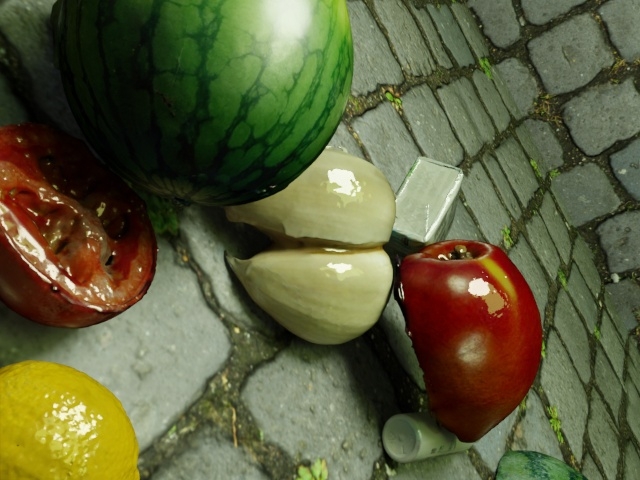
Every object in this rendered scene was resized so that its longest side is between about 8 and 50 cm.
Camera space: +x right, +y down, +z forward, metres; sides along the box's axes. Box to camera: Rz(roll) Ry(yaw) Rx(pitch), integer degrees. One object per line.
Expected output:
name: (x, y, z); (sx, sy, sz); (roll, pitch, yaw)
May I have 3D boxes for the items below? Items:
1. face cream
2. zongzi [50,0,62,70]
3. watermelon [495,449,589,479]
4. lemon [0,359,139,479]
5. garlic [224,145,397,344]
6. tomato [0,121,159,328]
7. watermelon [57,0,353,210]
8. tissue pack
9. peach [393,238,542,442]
face cream: (0.217, 0.350, 1.045); (0.269, 0.082, 0.082); (15, 58, -49)
zongzi: (-0.298, -0.256, 0.762); (0.119, 0.055, 0.109); (17, 56, -61)
watermelon: (0.475, 0.560, 1.206); (0.260, 0.256, 0.176); (25, 95, -53)
lemon: (-0.234, 0.186, 0.496); (0.187, 0.142, 0.142); (46, 39, -23)
garlic: (0.000, 0.000, 0.894); (0.249, 0.286, 0.313); (32, 9, 35)
tomato: (-0.275, -0.004, 0.598); (0.228, 0.101, 0.228); (46, 24, -28)
watermelon: (-0.123, -0.210, 0.669); (0.363, 0.363, 0.363); (31, 47, -40)
tissue pack: (0.172, -0.045, 1.107); (0.159, 0.145, 0.229); (-60, 164, -14)
peach: (0.262, 0.161, 0.942); (0.258, 0.201, 0.362); (-41, 115, -71)
